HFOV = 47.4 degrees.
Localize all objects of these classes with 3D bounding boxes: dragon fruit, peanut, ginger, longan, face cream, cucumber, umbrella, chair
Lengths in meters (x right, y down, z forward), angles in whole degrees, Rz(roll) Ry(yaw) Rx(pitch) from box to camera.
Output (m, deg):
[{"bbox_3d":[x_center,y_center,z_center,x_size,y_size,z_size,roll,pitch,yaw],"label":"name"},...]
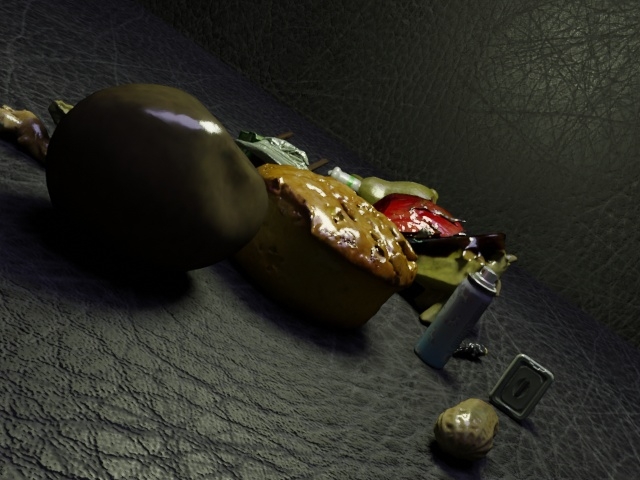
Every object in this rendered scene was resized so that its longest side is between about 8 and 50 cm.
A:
[{"bbox_3d":[0.250,-0.071,1.943,0.283,0.100,0.343,8,12,2],"label":"dragon fruit"},{"bbox_3d":[0.248,0.309,1.199,0.093,0.083,0.194,41,15,26],"label":"peanut"},{"bbox_3d":[0.324,0.098,1.903,0.359,0.211,0.413,-5,-1,22],"label":"ginger"},{"bbox_3d":[-0.238,-0.083,1.100,0.350,0.288,0.288,34,9,-47],"label":"longan"},{"bbox_3d":[0.285,0.154,1.498,0.075,0.229,0.075,31,14,-8],"label":"face cream"},{"bbox_3d":[-0.152,-0.230,2.049,0.191,0.130,0.191,30,10,-6],"label":"cucumber"},{"bbox_3d":[0.345,0.253,1.691,0.144,0.037,0.040,15,24,-46],"label":"umbrella"},{"bbox_3d":[-0.114,-0.151,1.736,0.160,0.186,0.319,37,22,7],"label":"chair"},{"bbox_3d":[-0.466,-0.164,1.278,0.176,0.052,0.193,41,15,29],"label":"ginger"}]

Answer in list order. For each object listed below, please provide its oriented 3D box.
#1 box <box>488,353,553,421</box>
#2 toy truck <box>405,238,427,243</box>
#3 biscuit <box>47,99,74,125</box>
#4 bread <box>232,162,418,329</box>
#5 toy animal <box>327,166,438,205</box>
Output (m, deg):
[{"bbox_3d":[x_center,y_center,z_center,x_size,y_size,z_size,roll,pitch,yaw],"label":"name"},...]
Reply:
[{"bbox_3d":[0.418,0.305,1.525,0.089,0.122,0.062,36,3,10],"label":"box"},{"bbox_3d":[0.238,0.019,2.141,0.259,0.088,0.121,25,18,-35],"label":"toy truck"},{"bbox_3d":[-0.372,-0.137,1.321,0.273,0.036,0.187,48,4,-1],"label":"biscuit"},{"bbox_3d":[0.000,0.000,1.431,0.398,0.215,0.398,31,16,-10],"label":"bread"},{"bbox_3d":[0.195,-0.122,2.397,0.363,0.180,0.181,13,4,9],"label":"toy animal"}]
